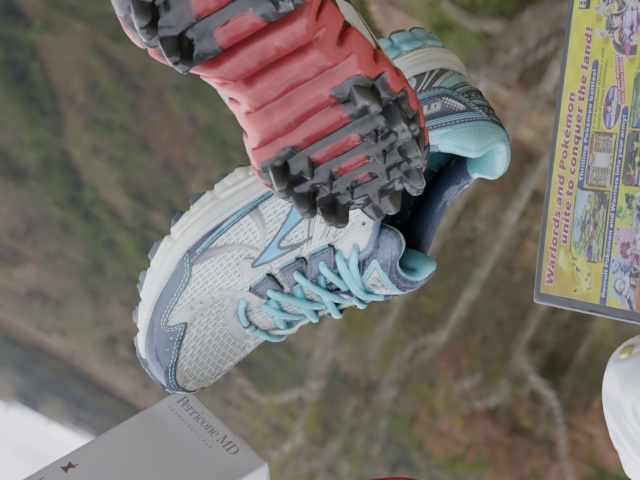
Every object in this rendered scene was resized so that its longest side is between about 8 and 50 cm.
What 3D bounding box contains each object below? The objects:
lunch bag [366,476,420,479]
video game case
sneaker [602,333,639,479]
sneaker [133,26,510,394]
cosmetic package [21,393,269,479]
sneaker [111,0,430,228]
[{"bbox_3d":[-0.055,0.239,1.260,0.293,0.120,0.258,-11,-169,16],"label":"lunch bag"},{"bbox_3d":[0.250,-0.076,1.416,0.035,0.274,0.248,5,-177,-30],"label":"video game case"},{"bbox_3d":[0.272,0.162,1.096,0.292,0.108,0.169,50,178,-18],"label":"sneaker"},{"bbox_3d":[0.000,0.000,1.235,0.122,0.283,0.110,48,-171,33],"label":"sneaker"},{"bbox_3d":[-0.163,0.223,1.575,0.117,0.231,0.085,38,147,36],"label":"cosmetic package"},{"bbox_3d":[-0.025,-0.112,1.039,0.276,0.098,0.135,47,-160,-50],"label":"sneaker"}]
